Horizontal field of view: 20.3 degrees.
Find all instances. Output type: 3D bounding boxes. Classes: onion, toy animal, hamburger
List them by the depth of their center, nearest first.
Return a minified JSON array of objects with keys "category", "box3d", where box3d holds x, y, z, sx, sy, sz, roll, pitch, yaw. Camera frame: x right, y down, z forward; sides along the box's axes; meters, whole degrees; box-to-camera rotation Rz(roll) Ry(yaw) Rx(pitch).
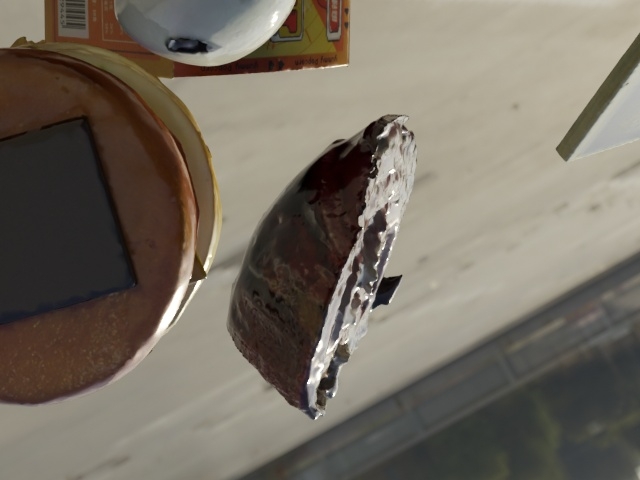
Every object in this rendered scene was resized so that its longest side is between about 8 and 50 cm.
[{"category":"toy animal","box3d":[-0.101,-0.199,1.258,0.166,0.179,0.138,-45,161,6]},{"category":"hamburger","box3d":[-0.215,-0.017,1.360,0.291,0.291,0.225,-30,-171,6]},{"category":"onion","box3d":[0.000,0.000,1.716,0.314,0.146,0.280,-31,136,-72]}]

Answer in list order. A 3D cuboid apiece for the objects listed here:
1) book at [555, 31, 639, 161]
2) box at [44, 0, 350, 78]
[{"category":"book","box3d":[0.332,-0.156,1.216,0.322,0.018,0.228,-17,157,-26]},{"category":"box","box3d":[-0.117,-0.312,1.794,0.214,0.283,0.260,12,-165,43]}]
